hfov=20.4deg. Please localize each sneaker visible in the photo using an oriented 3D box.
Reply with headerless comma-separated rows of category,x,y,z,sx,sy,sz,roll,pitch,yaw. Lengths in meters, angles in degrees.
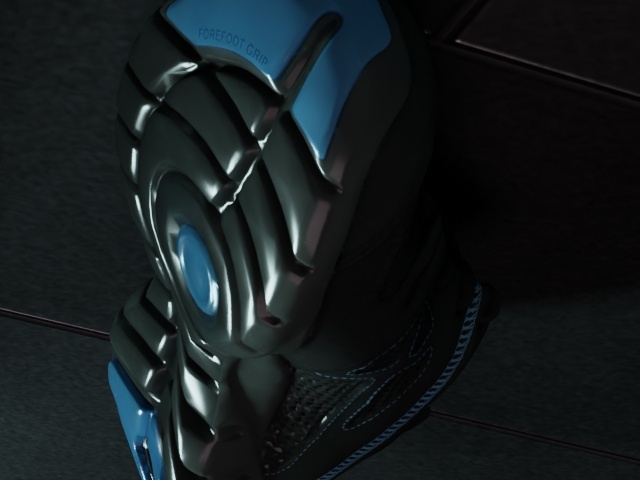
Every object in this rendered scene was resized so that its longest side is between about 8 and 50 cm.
sneaker,0.000,0.000,0.681,0.139,0.125,0.341,-16,157,-18
